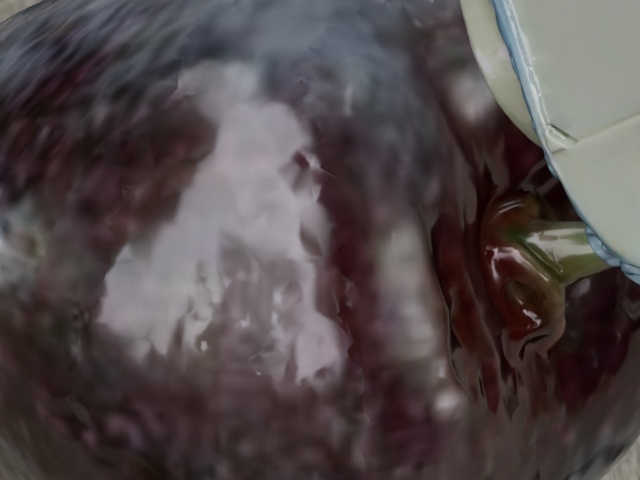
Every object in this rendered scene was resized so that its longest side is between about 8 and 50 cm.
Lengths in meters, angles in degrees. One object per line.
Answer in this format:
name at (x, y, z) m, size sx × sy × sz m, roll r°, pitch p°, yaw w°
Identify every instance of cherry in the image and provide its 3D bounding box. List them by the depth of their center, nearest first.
cherry at (-0.008, 0.005, 0.657) m, size 0.296 × 0.218 × 0.255 m, roll 8°, pitch 25°, yaw 37°

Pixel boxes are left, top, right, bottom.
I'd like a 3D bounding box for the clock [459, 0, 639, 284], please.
clock at (0.107, -0.076, 0.454) m, size 0.103 × 0.144 × 0.231 m, roll -21°, pitch 84°, yaw 48°
